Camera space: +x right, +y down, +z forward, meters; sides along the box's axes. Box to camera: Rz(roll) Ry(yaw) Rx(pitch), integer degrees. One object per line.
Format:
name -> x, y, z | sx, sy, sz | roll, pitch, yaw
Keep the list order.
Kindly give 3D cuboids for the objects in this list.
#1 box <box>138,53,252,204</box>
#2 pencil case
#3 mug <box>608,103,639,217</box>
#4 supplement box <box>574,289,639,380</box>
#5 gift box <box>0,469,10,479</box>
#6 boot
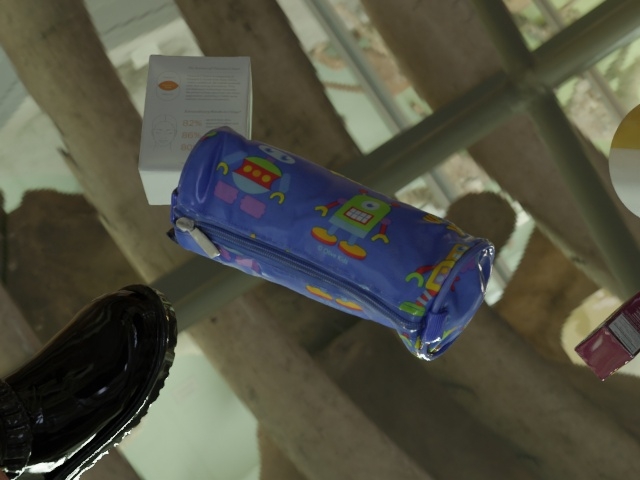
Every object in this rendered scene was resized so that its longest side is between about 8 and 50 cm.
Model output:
box -> -0.152, -0.139, 1.246 | 0.130, 0.170, 0.091 | 1, 154, 0
pencil case -> 0.000, 0.000, 0.899 | 0.133, 0.306, 0.119 | -44, 150, -45
mug -> 0.166, -0.041, 0.441 | 0.062, 0.078, 0.064 | -39, -170, -1
supplement box -> 0.296, 0.090, 0.967 | 0.083, 0.043, 0.055 | -32, 166, -36
gift box -> -0.269, 0.191, 0.383 | 0.258, 0.276, 0.255 | -20, -146, -1
boot -> -0.324, 0.168, 1.017 | 0.348, 0.131, 0.260 | -52, 148, 3
